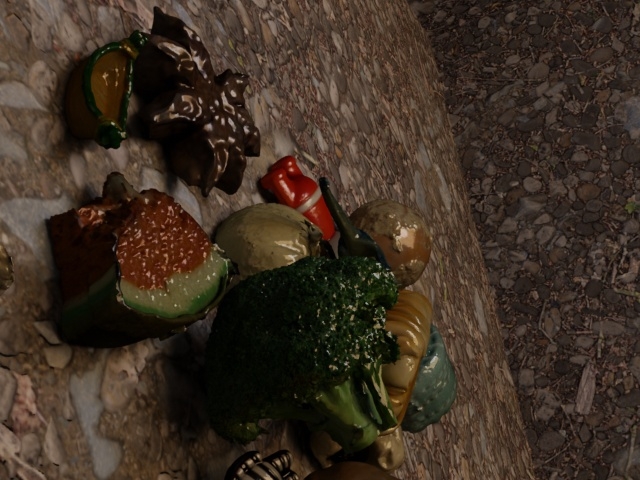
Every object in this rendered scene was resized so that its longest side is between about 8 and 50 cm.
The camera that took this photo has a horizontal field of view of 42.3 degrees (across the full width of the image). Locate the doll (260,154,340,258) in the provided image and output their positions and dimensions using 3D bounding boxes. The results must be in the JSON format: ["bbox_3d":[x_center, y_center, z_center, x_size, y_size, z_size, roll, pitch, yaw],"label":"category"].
[{"bbox_3d":[0.000,0.000,1.580,0.336,0.105,0.200,57,21,-14],"label":"doll"}]

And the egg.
[{"bbox_3d":[0.138,0.014,1.768,0.245,0.203,0.203,23,51,-77],"label":"egg"}]

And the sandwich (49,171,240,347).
[{"bbox_3d":[-0.221,0.032,0.985,0.212,0.109,0.292,56,19,-13],"label":"sandwich"}]

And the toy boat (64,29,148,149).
[{"bbox_3d":[-0.270,-0.187,1.062,0.089,0.088,0.229,53,27,-42],"label":"toy boat"}]

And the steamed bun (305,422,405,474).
[{"bbox_3d":[0.038,0.308,1.369,0.155,0.141,0.172,30,39,-46],"label":"steamed bun"}]

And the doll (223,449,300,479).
[{"bbox_3d":[-0.114,0.319,1.000,0.219,0.067,0.091,-19,97,-44],"label":"doll"}]

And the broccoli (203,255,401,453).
[{"bbox_3d":[-0.014,0.155,1.078,0.275,0.308,0.308,54,21,1],"label":"broccoli"}]

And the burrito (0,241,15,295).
[{"bbox_3d":[-0.343,0.060,0.704,0.087,0.060,0.226,66,22,-14],"label":"burrito"}]

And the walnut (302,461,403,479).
[{"bbox_3d":[0.067,0.469,1.077,0.344,0.306,0.306,55,25,-21],"label":"walnut"}]

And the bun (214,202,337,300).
[{"bbox_3d":[-0.051,0.056,1.321,0.259,0.152,0.259,-18,90,-72],"label":"bun"}]

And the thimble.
[{"bbox_3d":[0.155,0.257,1.588,0.235,0.198,0.143,-108,174,-62],"label":"thimble"}]

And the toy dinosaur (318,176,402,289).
[{"bbox_3d":[0.068,0.028,1.356,0.147,0.076,0.363,62,1,27],"label":"toy dinosaur"}]

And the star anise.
[{"bbox_3d":[-0.185,-0.210,1.269,0.315,0.108,0.315,36,46,-49],"label":"star anise"}]

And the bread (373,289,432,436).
[{"bbox_3d":[0.104,0.180,1.322,0.311,0.121,0.173,-47,151,-74],"label":"bread"}]
